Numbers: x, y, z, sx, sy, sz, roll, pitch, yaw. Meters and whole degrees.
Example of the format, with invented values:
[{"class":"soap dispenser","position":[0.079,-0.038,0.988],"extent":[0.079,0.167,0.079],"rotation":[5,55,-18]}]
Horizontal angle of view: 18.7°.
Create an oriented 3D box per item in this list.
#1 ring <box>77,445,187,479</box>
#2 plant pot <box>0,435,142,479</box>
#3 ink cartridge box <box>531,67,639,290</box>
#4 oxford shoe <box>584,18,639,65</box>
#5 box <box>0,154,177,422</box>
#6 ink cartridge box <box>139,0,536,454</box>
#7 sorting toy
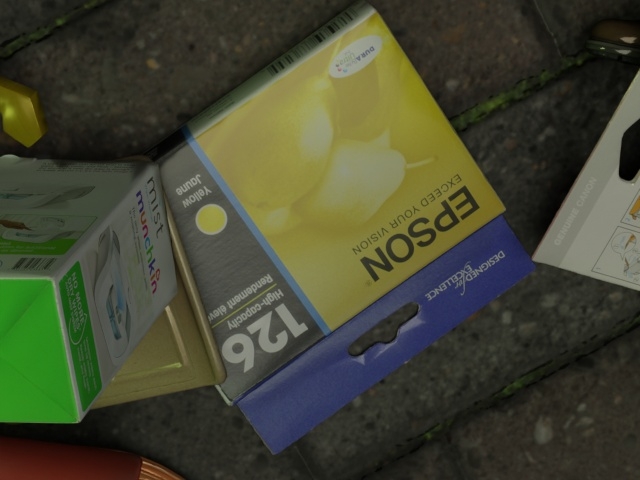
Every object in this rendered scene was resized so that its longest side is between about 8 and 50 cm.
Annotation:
[{"class":"ring","position":[-0.229,0.342,1.771],"extent":[0.337,0.032,0.336],"rotation":[-3,106,-10]},{"class":"plant pot","position":[-0.299,0.275,1.598],"extent":[0.243,0.275,0.275],"rotation":[16,101,-5]},{"class":"ink cartridge box","position":[0.358,-0.075,1.710],"extent":[0.261,0.066,0.296],"rotation":[18,119,-17]},{"class":"oxford shoe","position":[0.333,-0.201,1.714],"extent":[0.227,0.083,0.096],"rotation":[-10,105,-21]},{"class":"box","position":[-0.275,0.032,1.512],"extent":[0.262,0.231,0.126],"rotation":[-1,113,15]},{"class":"ink cartridge box","position":[0.000,0.000,1.705],"extent":[0.304,0.072,0.307],"rotation":[-36,107,-1]},{"class":"sorting toy","position":[-0.221,-0.001,1.637],"extent":[0.229,0.041,0.307],"rotation":[-11,109,19]}]
